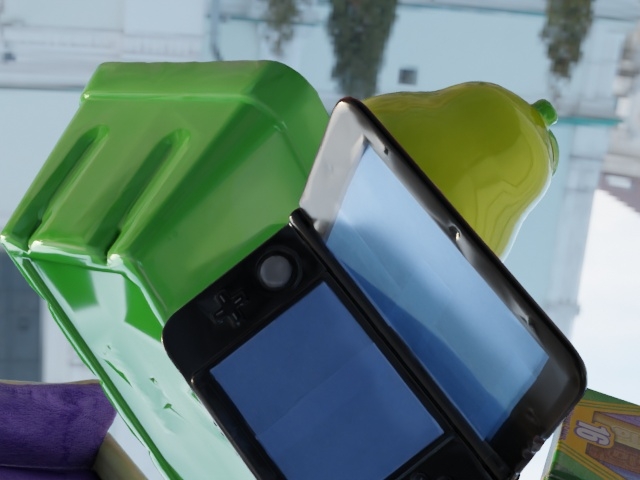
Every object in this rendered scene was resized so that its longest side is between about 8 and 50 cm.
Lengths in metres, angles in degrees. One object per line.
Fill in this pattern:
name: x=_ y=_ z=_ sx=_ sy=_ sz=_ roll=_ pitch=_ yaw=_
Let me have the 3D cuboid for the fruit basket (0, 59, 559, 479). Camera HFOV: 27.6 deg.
fruit basket: x=0.000 y=0.000 z=1.015 sx=0.392 sy=0.392 sz=0.283 roll=-13 pitch=-166 yaw=-43

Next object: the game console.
game console: x=0.011 y=0.043 z=0.496 sx=0.144 sy=0.124 sz=0.085 roll=51 pitch=178 yaw=22

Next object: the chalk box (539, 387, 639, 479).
chalk box: x=0.233 y=0.202 z=0.818 sx=0.213 sy=0.132 sz=0.132 roll=18 pitch=-156 yaw=12

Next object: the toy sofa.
toy sofa: x=-0.363 y=0.235 z=1.340 sx=0.362 sy=0.177 sz=0.150 roll=11 pitch=-170 yaw=-30
